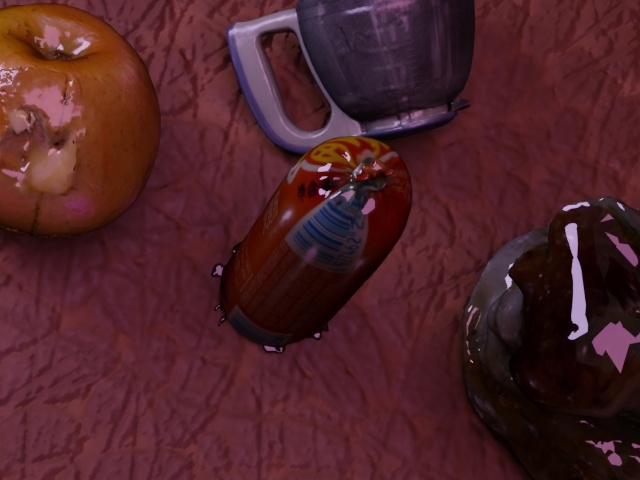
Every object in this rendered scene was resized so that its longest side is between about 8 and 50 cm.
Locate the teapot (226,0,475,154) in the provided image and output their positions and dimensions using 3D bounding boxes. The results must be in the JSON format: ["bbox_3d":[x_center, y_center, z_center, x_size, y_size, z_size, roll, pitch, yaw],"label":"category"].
[{"bbox_3d":[0.030,-0.111,1.165,0.149,0.111,0.108,-15,95,-19],"label":"teapot"}]

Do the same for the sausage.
[{"bbox_3d":[0.000,0.000,1.054,0.083,0.264,0.083,4,74,-12],"label":"sausage"}]

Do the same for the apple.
[{"bbox_3d":[-0.164,-0.075,1.098,0.146,0.146,0.147,2,78,-11],"label":"apple"}]

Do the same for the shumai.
[{"bbox_3d":[0.228,0.075,1.118,0.271,0.203,0.222,4,79,-14],"label":"shumai"}]
